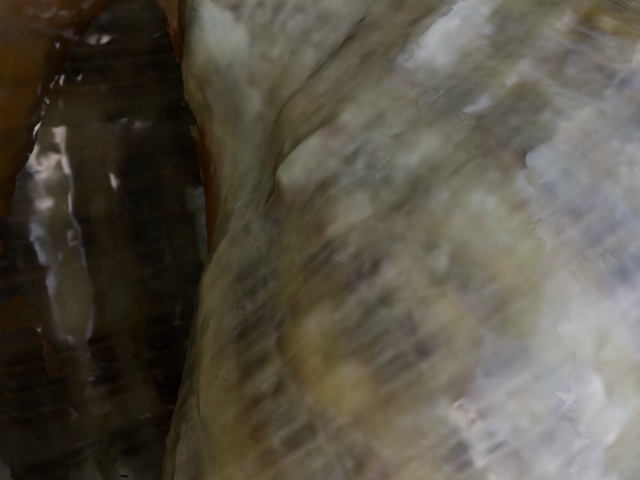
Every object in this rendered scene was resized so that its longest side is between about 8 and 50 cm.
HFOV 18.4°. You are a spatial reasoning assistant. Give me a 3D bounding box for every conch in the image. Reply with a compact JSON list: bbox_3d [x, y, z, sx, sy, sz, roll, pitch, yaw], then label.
[{"bbox_3d":[0.010,-0.002,0.471,0.210,0.159,0.291,-38,-120,46],"label":"conch"}]
